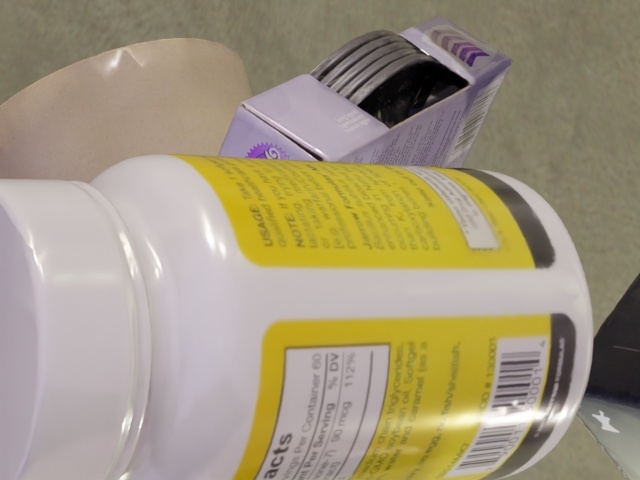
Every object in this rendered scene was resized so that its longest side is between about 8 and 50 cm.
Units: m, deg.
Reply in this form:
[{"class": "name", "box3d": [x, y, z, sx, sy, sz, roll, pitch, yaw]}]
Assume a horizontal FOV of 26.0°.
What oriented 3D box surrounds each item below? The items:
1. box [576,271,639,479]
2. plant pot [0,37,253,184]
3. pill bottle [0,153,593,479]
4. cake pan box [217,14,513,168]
[{"class": "box", "box3d": [0.540, 0.065, 1.106, 0.472, 0.480, 0.297, -49, 117, -20]}, {"class": "plant pot", "box3d": [-0.128, 0.018, 1.144, 0.256, 0.256, 0.274, -30, 73, 16]}, {"class": "pill bottle", "box3d": [-0.019, 0.031, 0.468, 0.208, 0.119, 0.119, 1, 123, -36]}, {"class": "cake pan box", "box3d": [0.000, 0.000, 0.857, 0.070, 0.246, 0.267, 34, 125, 15]}]
